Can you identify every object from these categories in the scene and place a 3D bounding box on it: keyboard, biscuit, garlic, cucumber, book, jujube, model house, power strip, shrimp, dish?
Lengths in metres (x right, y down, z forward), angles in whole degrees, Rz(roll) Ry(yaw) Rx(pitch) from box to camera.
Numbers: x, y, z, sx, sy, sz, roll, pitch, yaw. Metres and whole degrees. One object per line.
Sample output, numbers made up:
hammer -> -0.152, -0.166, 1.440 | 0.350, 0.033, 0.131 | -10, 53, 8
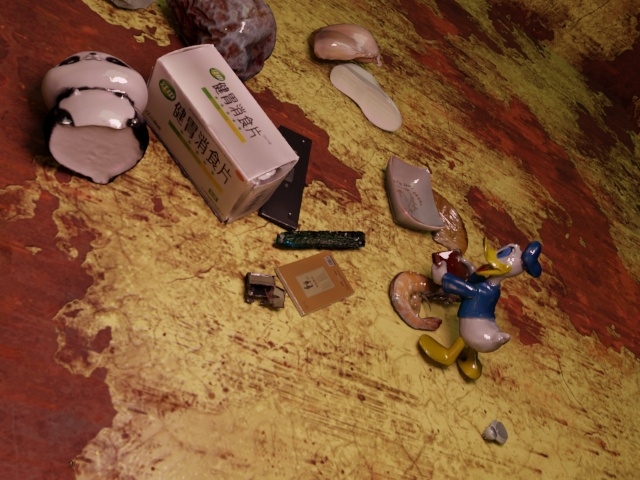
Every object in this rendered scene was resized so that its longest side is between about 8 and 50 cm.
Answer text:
keyboard -> -0.078, -0.152, 1.431 | 0.106, 0.027, 0.317 | 25, 45, -18
biscuit -> 0.343, -0.064, 1.706 | 0.228, 0.031, 0.176 | 47, 40, 0
garlic -> 0.081, -0.602, 1.814 | 0.227, 0.110, 0.217 | 8, 26, -17
cucumber -> 0.000, -0.001, 1.361 | 0.256, 0.044, 0.043 | 0, 77, -39
book -> -0.009, 0.089, 1.306 | 0.172, 0.012, 0.118 | -17, 70, -46
jujube -> -0.242, -0.544, 1.465 | 0.226, 0.226, 0.317 | -23, 69, -47
model house -> -0.108, 0.096, 1.194 | 0.083, 0.057, 0.058 | 7, 25, -13
power strip -> 0.394, 0.435, 1.357 | 0.083, 0.035, 0.055 | 15, 49, -48
shrimp -> 0.268, 0.152, 1.466 | 0.250, 0.052, 0.144 | 9, 64, -27
dish -> 0.241, -0.115, 1.628 | 0.151, 0.077, 0.213 | 16, 49, -32

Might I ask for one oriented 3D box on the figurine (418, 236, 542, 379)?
figurine -> 0.374, 0.109, 1.372 | 0.204, 0.338, 0.284 | 13, 39, -40

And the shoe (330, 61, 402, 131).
shoe -> 0.154, -0.444, 1.807 | 0.265, 0.095, 0.110 | 42, 41, -1

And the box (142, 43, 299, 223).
box -> -0.212, -0.217, 1.244 | 0.145, 0.173, 0.333 | -32, 82, -37

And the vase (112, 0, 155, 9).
vase -> -0.527, -0.714, 1.419 | 0.360, 0.165, 0.165 | 46, 41, 6

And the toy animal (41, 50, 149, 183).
toy animal -> -0.417, -0.247, 1.118 | 0.187, 0.165, 0.235 | -1, 60, -19
